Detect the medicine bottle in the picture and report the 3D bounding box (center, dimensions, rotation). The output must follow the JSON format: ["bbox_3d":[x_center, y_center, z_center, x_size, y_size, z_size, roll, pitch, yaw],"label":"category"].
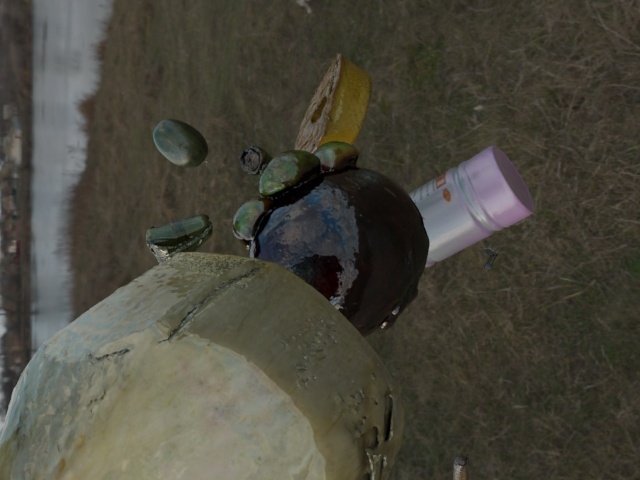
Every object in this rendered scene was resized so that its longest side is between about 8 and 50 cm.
[{"bbox_3d":[0.358,-0.083,1.443,0.316,0.202,0.202,-31,58,29],"label":"medicine bottle"}]

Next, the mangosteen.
[{"bbox_3d":[0.015,0.009,0.868,0.311,0.311,0.311,-3,87,63],"label":"mangosteen"}]

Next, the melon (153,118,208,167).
[{"bbox_3d":[-0.381,-0.266,1.547,0.114,0.167,0.114,-50,14,17],"label":"melon"}]

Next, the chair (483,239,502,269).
[{"bbox_3d":[0.492,0.038,1.621,0.086,0.042,0.037,-54,13,-18],"label":"chair"}]

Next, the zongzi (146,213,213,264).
[{"bbox_3d":[-0.213,0.017,0.895,0.052,0.104,0.113,-108,6,-49],"label":"zongzi"}]

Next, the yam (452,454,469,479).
[{"bbox_3d":[0.402,0.691,1.602,0.046,0.046,0.263,-123,17,-48],"label":"yam"}]

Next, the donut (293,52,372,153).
[{"bbox_3d":[0.032,-0.296,1.333,0.277,0.109,0.277,-159,90,-77],"label":"donut"}]

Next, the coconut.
[{"bbox_3d":[-0.096,0.176,0.534,0.353,0.353,0.352,-3,87,63],"label":"coconut"}]
